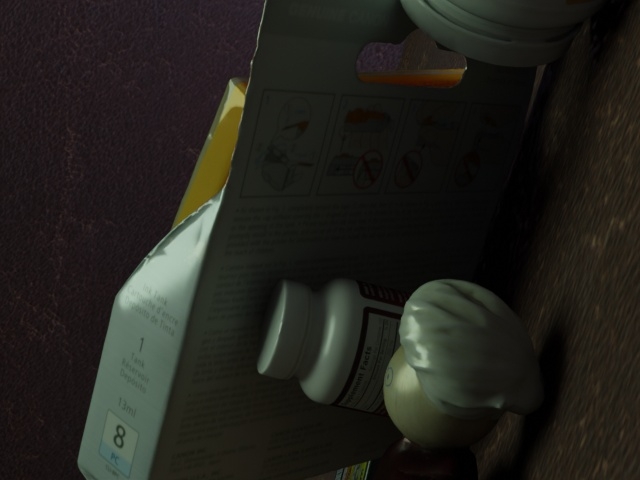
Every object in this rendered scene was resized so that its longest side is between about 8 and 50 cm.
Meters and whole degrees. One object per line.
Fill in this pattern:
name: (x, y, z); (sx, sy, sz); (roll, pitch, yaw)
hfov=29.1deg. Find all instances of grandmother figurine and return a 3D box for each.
grandmother figurine: (0.047, 0.190, 0.708); (0.208, 0.104, 0.342); (-134, 56, -77)

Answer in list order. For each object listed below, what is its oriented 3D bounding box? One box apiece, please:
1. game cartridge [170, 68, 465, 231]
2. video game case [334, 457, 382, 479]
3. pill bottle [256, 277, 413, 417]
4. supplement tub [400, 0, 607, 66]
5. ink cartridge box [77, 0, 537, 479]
game cartridge: (-0.007, 0.009, 1.006); (0.285, 0.053, 0.323); (-10, -46, -43)
video game case: (0.065, 0.154, 1.222); (0.248, 0.035, 0.274); (113, 173, -73)
pill bottle: (0.039, 0.073, 0.821); (0.086, 0.152, 0.086); (-166, 90, -77)
supplement tub: (0.132, -0.222, 0.754); (0.144, 0.144, 0.199); (-77, 4, -47)
ink cartridge box: (0.000, 0.000, 0.917); (0.308, 0.091, 0.385); (-4, -65, -47)
